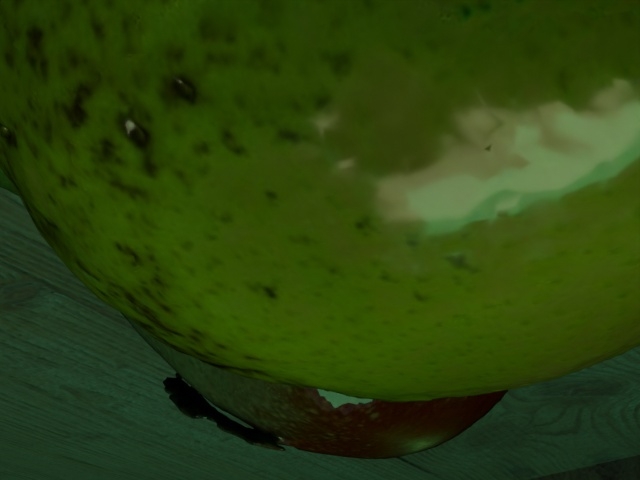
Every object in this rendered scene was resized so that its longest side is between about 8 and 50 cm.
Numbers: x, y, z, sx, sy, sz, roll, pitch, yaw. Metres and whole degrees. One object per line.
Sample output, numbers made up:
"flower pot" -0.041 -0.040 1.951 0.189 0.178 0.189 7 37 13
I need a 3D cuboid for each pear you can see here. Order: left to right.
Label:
"pear" 0.054 -0.123 0.539 0.391 0.391 0.391 -7 157 -3

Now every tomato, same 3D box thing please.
"tomato" 0.000 0.000 0.877 0.239 0.303 0.303 -18 170 -45

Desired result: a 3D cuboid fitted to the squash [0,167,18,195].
"squash" -0.192 -0.088 0.859 0.118 0.118 0.370 -11 159 8
